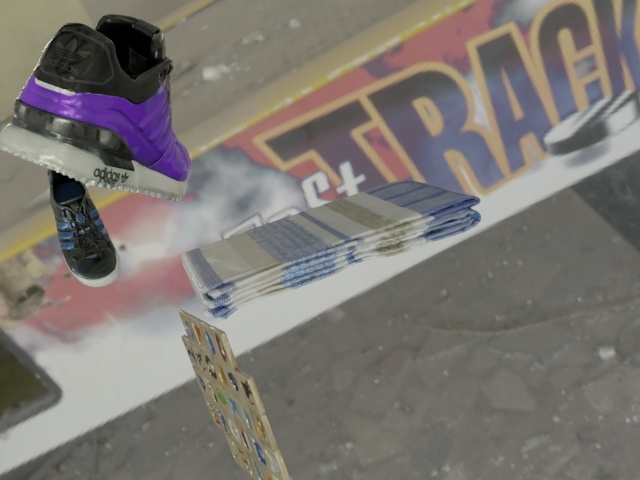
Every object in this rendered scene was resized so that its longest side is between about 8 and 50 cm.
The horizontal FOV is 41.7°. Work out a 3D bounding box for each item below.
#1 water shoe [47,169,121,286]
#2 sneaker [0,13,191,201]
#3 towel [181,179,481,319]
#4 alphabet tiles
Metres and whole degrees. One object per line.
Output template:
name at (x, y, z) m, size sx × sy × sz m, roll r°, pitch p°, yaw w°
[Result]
water shoe at (-0.350, -0.023, 1.207) m, size 0.073 × 0.080 × 0.203 m, roll -25°, pitch 61°, yaw -14°
sneaker at (-0.169, -0.121, 0.756) m, size 0.293 × 0.102 × 0.146 m, roll -9°, pitch -62°, yaw -83°
towel at (0.000, 0.000, 0.862) m, size 0.285 × 0.034 × 0.209 m, roll -20°, pitch 15°, yaw -12°
alphabet tiles at (-0.139, 0.253, 1.309) m, size 0.011 × 0.285 × 0.342 m, roll -23°, pitch 13°, yaw -21°
